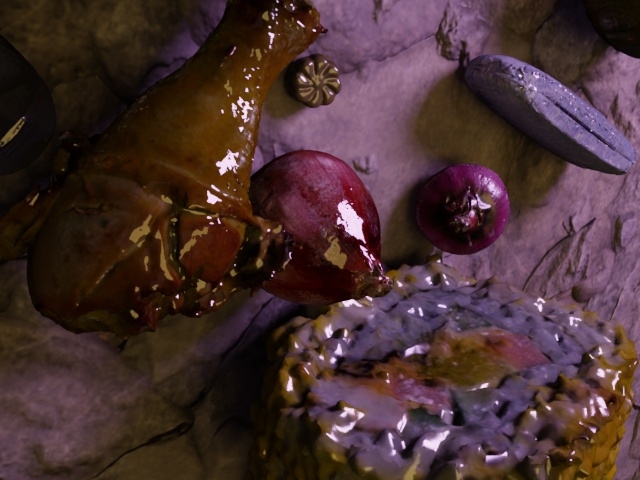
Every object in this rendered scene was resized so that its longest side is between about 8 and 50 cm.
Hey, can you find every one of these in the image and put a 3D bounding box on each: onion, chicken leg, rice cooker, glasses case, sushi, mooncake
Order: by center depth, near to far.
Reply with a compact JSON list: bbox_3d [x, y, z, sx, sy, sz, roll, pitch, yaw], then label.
[{"bbox_3d":[-0.287,-0.124,0.557,0.112,0.106,0.165,-48,122,-6],"label":"rice cooker"},{"bbox_3d":[-0.097,-0.061,0.616,0.361,0.140,0.211,-48,111,-8],"label":"chicken leg"},{"bbox_3d":[-0.126,-0.083,0.708,0.150,0.057,0.346,42,79,-23],"label":"mooncake"},{"bbox_3d":[0.000,0.000,0.725,0.160,0.195,0.159,-24,134,-27],"label":"onion"},{"bbox_3d":[0.118,0.197,0.776,0.397,0.351,0.240,-27,132,-44],"label":"sushi"},{"bbox_3d":[0.173,-0.037,0.872,0.115,0.104,0.115,4,110,11],"label":"onion"},{"bbox_3d":[0.289,-0.150,0.890,0.283,0.109,0.067,21,99,-35],"label":"glasses case"}]

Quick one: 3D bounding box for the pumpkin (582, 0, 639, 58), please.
[{"bbox_3d":[0.398,-0.325,0.858,0.224,0.157,0.223,-5,98,-39],"label":"pumpkin"}]
